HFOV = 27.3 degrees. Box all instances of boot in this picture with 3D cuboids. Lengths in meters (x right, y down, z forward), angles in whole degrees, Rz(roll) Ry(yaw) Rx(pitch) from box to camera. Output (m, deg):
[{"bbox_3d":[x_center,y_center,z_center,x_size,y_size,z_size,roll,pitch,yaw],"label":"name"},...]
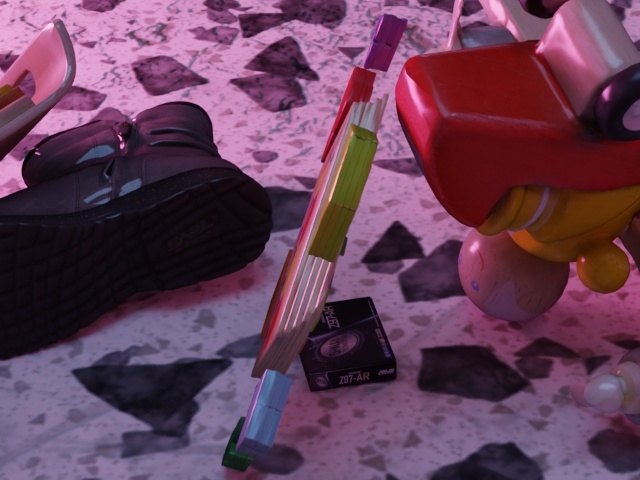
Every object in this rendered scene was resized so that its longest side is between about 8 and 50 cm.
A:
[{"bbox_3d":[-0.223,-0.017,1.096,0.338,0.118,0.223,-11,28,-20],"label":"boot"}]

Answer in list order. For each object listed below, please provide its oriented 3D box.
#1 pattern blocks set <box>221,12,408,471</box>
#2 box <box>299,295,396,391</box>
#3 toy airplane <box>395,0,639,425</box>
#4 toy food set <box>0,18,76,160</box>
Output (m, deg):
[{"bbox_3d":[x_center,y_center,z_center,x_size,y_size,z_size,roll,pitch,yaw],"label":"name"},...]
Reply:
[{"bbox_3d":[0.000,0.000,0.889,0.026,0.285,0.325,20,78,-3],"label":"pattern blocks set"},{"bbox_3d":[0.016,0.078,1.003,0.067,0.018,0.083,-7,35,-8],"label":"box"},{"bbox_3d":[0.223,-0.038,0.995,0.384,0.272,0.386,41,30,-6],"label":"toy airplane"},{"bbox_3d":[-0.344,-0.057,1.027,0.306,0.092,0.219,-42,8,-34],"label":"toy food set"}]
